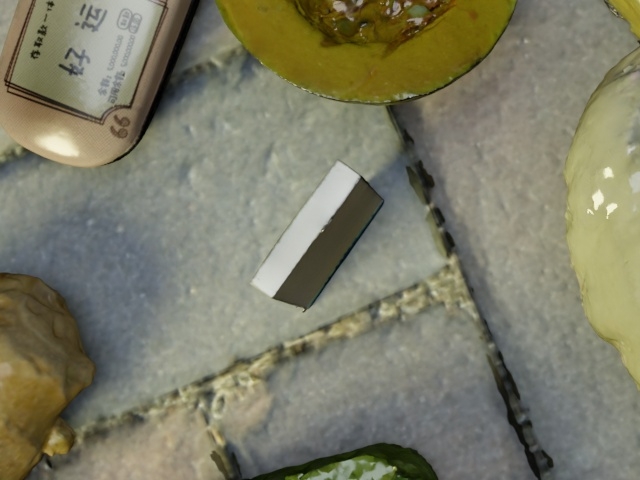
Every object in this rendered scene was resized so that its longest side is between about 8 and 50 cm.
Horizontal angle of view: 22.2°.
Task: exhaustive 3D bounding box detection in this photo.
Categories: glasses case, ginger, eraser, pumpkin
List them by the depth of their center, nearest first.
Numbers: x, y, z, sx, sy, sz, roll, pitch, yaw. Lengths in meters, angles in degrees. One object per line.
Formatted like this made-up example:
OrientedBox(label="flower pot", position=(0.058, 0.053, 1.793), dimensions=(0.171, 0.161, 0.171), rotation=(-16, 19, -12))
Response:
OrientedBox(label="eraser", position=(0.000, 0.000, 1.144), dimensions=(0.023, 0.150, 0.104), rotation=(36, 91, 10))
OrientedBox(label="ginger", position=(-0.296, 0.181, 1.181), dimensions=(0.190, 0.126, 0.354), rotation=(23, 86, 2))
OrientedBox(label="pumpkin", position=(0.038, -0.184, 1.183), dimensions=(0.217, 0.110, 0.217), rotation=(-2, 74, 6))
OrientedBox(label="glasses case", position=(-0.145, -0.207, 1.212), dimensions=(0.122, 0.075, 0.314), rotation=(21, 89, 11))

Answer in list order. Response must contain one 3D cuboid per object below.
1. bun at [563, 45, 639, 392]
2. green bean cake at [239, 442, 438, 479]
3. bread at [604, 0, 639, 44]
OrientedBox(label="bun", position=(0.338, 0.001, 1.072), dimensions=(0.365, 0.219, 0.365), rotation=(0, 72, -1))
OrientedBox(label="green bean cake", position=(0.000, 0.256, 1.148), dimensions=(0.214, 0.113, 0.200), rotation=(-16, 84, 5))
OrientedBox(label="bread", position=(0.320, -0.239, 1.148), dimensions=(0.266, 0.142, 0.178), rotation=(-35, 68, 2))
